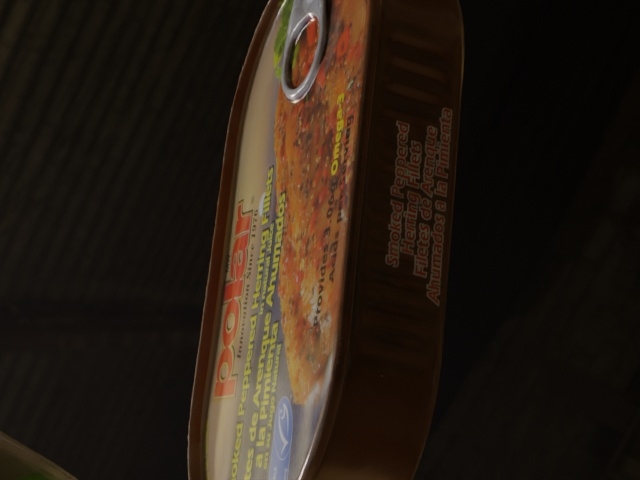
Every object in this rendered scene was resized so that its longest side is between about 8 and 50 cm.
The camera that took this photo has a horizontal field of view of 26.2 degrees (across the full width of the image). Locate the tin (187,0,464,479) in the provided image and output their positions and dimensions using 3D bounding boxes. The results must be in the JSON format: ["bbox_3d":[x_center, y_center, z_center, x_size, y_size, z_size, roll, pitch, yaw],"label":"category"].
[{"bbox_3d":[0.000,0.000,0.403,0.106,0.040,0.190,-24,56,58],"label":"tin"}]

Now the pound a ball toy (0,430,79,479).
[{"bbox_3d":[-0.197,0.232,0.647,0.208,0.135,0.319,-19,-53,-59],"label":"pound a ball toy"}]
